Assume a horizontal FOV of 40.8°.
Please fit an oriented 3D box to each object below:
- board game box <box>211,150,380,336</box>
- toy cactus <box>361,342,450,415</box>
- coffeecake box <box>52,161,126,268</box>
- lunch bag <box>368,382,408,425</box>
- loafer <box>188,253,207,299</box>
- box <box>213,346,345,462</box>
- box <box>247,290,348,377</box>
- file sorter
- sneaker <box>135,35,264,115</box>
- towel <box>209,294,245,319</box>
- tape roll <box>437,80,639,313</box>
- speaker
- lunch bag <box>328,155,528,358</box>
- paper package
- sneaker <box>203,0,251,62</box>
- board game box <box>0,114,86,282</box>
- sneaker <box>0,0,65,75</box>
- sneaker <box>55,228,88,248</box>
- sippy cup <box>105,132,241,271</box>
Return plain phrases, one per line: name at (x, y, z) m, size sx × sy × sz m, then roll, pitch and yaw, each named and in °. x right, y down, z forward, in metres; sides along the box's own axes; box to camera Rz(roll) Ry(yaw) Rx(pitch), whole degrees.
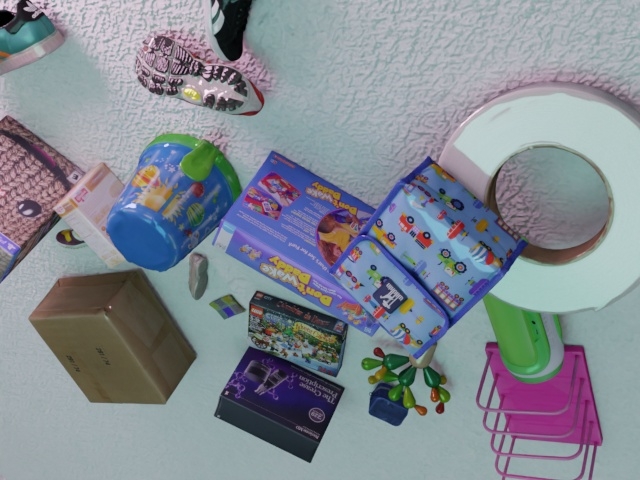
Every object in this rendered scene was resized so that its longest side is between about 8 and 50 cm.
board game box at (0.000, 0.000, 1.647) m, size 0.347 × 0.233 × 0.078 m, roll 30°, pitch 136°, yaw 0°
toy cactus at (0.208, 0.286, 1.913) m, size 0.219 × 0.112 × 0.180 m, roll 30°, pitch 118°, yaw 4°
coffeecake box at (-0.474, -0.056, 1.909) m, size 0.068 × 0.142 × 0.185 m, roll -23°, pitch 115°, yaw 40°
lunch bag at (0.159, 0.383, 2.031) m, size 0.098 × 0.065 × 0.067 m, roll 27°, pitch 122°, yaw -6°
loafer at (-0.291, 0.083, 2.018) m, size 0.039 × 0.045 × 0.125 m, roll 31°, pitch 132°, yaw 23°
box at (-0.098, 0.392, 2.090) m, size 0.261 × 0.184 × 0.103 m, roll 25°, pitch 137°, yaw 5°
box at (-0.056, 0.220, 2.012) m, size 0.233 × 0.044 × 0.159 m, roll 18°, pitch 135°, yaw 12°
file sorter at (0.454, 0.382, 1.792) m, size 0.202 × 0.182 × 0.290 m, roll -2°, pitch 128°, yaw 28°
sneaker at (-0.226, -0.292, 1.600) m, size 0.279 × 0.118 × 0.107 m, roll 29°, pitch 97°, yaw 23°
towel at (-0.225, 0.161, 2.072) m, size 0.083 × 0.009 × 0.060 m, roll -21°, pitch 118°, yaw 39°
tape roll at (0.379, -0.065, 1.417) m, size 0.392 × 0.072 × 0.392 m, roll 8°, pitch 111°, yaw 22°
speaker at (0.381, 0.133, 1.647) m, size 0.131 × 0.131 × 0.296 m, roll -3°, pitch 127°, yaw 30°
lunch bag at (0.160, 0.046, 1.451) m, size 0.221 × 0.138 × 0.293 m, roll 42°, pitch 126°, yaw 6°
paper package at (-0.531, 0.251, 2.202) m, size 0.310 × 0.168 × 0.324 m, roll -5°, pitch 127°, yaw 33°
sneaker at (-0.133, -0.399, 1.465) m, size 0.121 × 0.079 × 0.216 m, roll 9°, pitch 132°, yaw 21°
board game box at (-0.699, -0.092, 1.888) m, size 0.232 × 0.291 × 0.141 m, roll 37°, pitch 136°, yaw -8°
sneaker at (-0.656, -0.399, 1.728) m, size 0.302 × 0.108 × 0.121 m, roll -14°, pitch 121°, yaw 27°
sneaker at (-0.551, -0.029, 2.037) m, size 0.186 × 0.069 × 0.083 m, roll 0°, pitch 120°, yaw 20°
sippy cup at (-0.313, -0.064, 1.760) m, size 0.240 × 0.224 × 0.305 m, roll 11°, pitch 133°, yaw 18°
